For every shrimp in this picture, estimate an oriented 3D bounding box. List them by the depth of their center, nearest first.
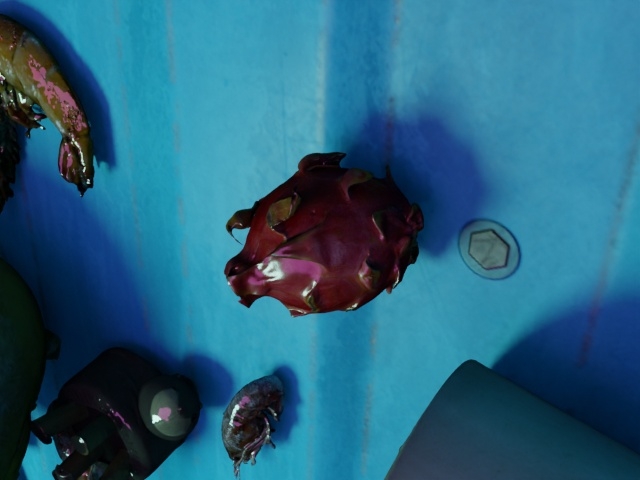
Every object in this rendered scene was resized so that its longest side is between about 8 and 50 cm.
[{"bbox_3d":[-0.078,0.210,0.941,0.165,0.065,0.056,104,149,-42],"label":"shrimp"},{"bbox_3d":[-0.338,-0.102,0.960,0.222,0.054,0.290,36,128,16],"label":"shrimp"},{"bbox_3d":[-0.315,0.299,1.171,0.073,0.075,0.190,-26,91,12],"label":"shrimp"}]

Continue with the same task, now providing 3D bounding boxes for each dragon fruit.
[{"bbox_3d":[0.000,0.000,0.703,0.133,0.166,0.136,-122,7,-73],"label":"dragon fruit"}]

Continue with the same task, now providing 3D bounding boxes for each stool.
[{"bbox_3d":[-0.245,0.214,1.015,0.153,0.139,0.228,45,137,4],"label":"stool"}]

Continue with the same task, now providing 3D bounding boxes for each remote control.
[{"bbox_3d":[-0.292,0.302,1.000,0.034,0.016,0.091,18,133,35],"label":"remote control"}]

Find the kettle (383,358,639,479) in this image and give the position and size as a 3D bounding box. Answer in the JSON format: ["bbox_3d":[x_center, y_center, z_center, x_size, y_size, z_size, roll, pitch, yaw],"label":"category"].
[{"bbox_3d":[0.225,0.313,0.665,0.377,0.250,0.361,25,149,21],"label":"kettle"}]

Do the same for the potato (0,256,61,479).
[{"bbox_3d":[-0.483,0.209,1.015,0.319,0.385,0.442,4,80,31],"label":"potato"}]
